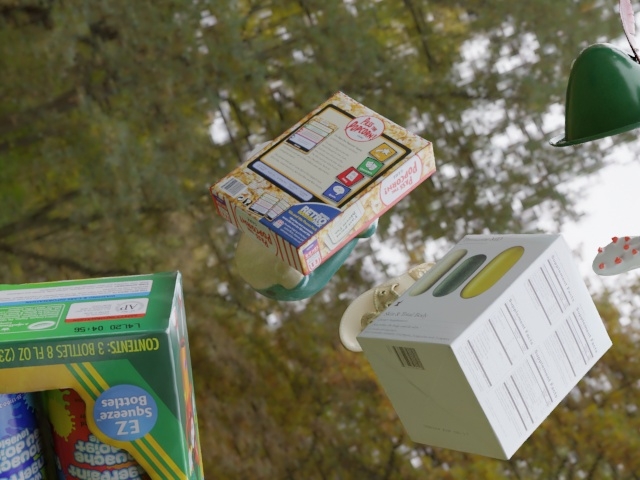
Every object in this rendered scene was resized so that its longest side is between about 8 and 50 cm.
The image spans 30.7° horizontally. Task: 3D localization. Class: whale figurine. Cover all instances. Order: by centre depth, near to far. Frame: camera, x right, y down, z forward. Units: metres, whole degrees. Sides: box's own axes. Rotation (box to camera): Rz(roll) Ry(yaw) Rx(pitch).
[{"bbox_3d":[0.000,0.000,1.747,0.272,0.216,0.141,-21,-52,37],"label":"whale figurine"}]

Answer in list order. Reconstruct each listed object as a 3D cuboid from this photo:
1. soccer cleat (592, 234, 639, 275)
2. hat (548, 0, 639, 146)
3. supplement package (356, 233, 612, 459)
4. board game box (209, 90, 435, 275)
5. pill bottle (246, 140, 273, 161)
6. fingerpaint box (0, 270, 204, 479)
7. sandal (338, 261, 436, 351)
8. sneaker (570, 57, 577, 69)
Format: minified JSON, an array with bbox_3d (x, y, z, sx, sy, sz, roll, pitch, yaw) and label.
[{"bbox_3d":[0.522,0.015,1.839,0.076,0.196,0.068,36,40,-30],"label":"soccer cleat"},{"bbox_3d":[0.324,-0.222,1.358,0.208,0.173,0.183,-57,128,-79],"label":"hat"},{"bbox_3d":[0.234,0.142,1.660,0.199,0.263,0.198,0,-57,53],"label":"supplement package"},{"bbox_3d":[0.003,-0.065,1.238,0.147,0.193,0.045,35,-26,37],"label":"board game box"},{"bbox_3d":[-0.052,-0.073,1.601,0.067,0.067,0.120,47,-14,46],"label":"pill bottle"},{"bbox_3d":[-0.358,0.246,1.269,0.163,0.445,0.371,-97,-176,-69],"label":"fingerpaint box"},{"bbox_3d":[0.132,0.100,2.032,0.088,0.240,0.079,52,-26,10],"label":"sandal"},{"bbox_3d":[0.430,-0.257,1.764,0.059,0.144,0.053,49,-55,23],"label":"sneaker"}]
